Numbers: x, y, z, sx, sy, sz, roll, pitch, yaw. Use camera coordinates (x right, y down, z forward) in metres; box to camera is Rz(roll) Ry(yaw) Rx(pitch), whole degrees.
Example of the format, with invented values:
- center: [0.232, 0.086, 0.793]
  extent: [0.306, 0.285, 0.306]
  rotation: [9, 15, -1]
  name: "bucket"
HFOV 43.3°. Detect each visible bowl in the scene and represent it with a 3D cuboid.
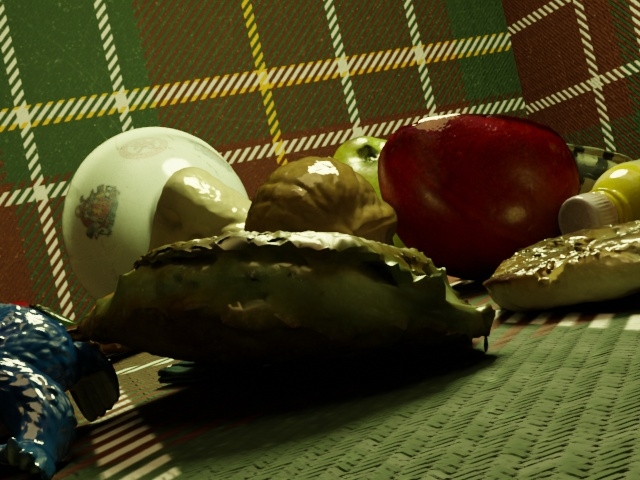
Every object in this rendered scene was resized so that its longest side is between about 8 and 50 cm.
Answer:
- center: [-0.290, -0.035, 1.662]
  extent: [0.435, 0.434, 0.196]
  rotation: [-13, 5, -33]
  name: "bowl"

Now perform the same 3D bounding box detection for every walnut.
- center: [0.000, 0.000, 1.062]
  extent: [0.228, 0.228, 0.228]
  rotation: [-13, 0, 0]
  name: "walnut"

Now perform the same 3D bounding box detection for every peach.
- center: [0.209, -0.063, 1.124]
  extent: [0.275, 0.245, 0.248]
  rotation: [17, -47, -5]
  name: "peach"

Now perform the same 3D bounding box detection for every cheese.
- center: [-0.160, 0.070, 1.466]
  extent: [0.328, 0.351, 0.129]
  rotation: [-61, -2, 38]
  name: "cheese"

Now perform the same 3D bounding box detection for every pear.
- center: [0.094, -0.053, 1.435]
  extent: [0.159, 0.292, 0.292]
  rotation: [-16, 0, 7]
  name: "pear"

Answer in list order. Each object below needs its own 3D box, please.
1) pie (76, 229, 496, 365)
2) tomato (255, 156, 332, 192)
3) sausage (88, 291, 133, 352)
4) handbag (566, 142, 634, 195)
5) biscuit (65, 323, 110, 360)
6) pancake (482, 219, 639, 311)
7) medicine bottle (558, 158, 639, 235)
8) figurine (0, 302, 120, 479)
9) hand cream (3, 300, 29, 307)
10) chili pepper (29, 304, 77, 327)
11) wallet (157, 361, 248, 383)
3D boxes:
- center: [-0.029, 0.054, 0.693]
  extent: [0.355, 0.103, 0.288]
  rotation: [-3, -7, 15]
  name: "pie"
- center: [0.005, -0.022, 1.685]
  extent: [0.303, 0.239, 0.303]
  rotation: [-15, -15, -4]
  name: "tomato"
- center: [-0.321, 0.134, 1.323]
  extent: [0.112, 0.112, 0.328]
  rotation: [-13, 2, -5]
  name: "sausage"
- center: [0.443, -0.121, 1.710]
  extent: [0.327, 0.162, 0.325]
  rotation: [12, -6, -9]
  name: "handbag"
- center: [-0.424, 0.173, 1.102]
  extent: [0.252, 0.070, 0.106]
  rotation: [-12, 1, -27]
  name: "biscuit"
- center: [0.325, 0.009, 0.801]
  extent: [0.356, 0.065, 0.356]
  rotation: [-15, -3, -1]
  name: "pancake"
- center: [0.409, -0.043, 1.060]
  extent: [0.212, 0.121, 0.122]
  rotation: [-13, 0, -32]
  name: "medicine bottle"
- center: [-0.258, 0.112, 0.602]
  extent: [0.164, 0.120, 0.262]
  rotation: [-9, 2, -1]
  name: "figurine"
- center: [-0.599, 0.185, 1.421]
  extent: [0.193, 0.125, 0.193]
  rotation: [-11, 1, 0]
  name: "hand cream"
- center: [-0.468, 0.166, 1.273]
  extent: [0.148, 0.116, 0.264]
  rotation: [24, -6, 5]
  name: "chili pepper"
- center: [-0.097, 0.121, 0.845]
  extent: [0.088, 0.026, 0.129]
  rotation: [-13, 0, 43]
  name: "wallet"
